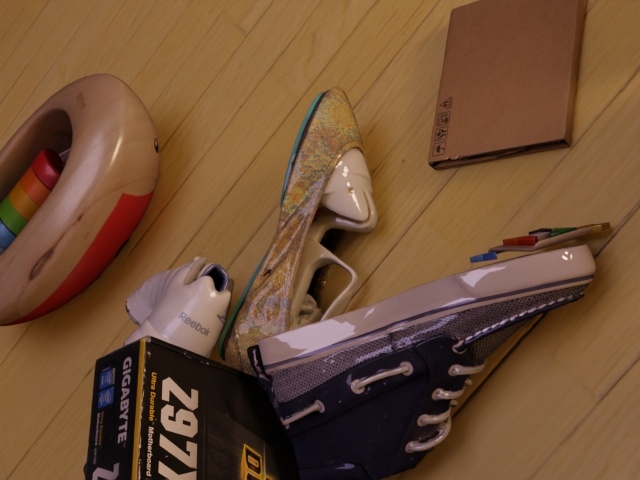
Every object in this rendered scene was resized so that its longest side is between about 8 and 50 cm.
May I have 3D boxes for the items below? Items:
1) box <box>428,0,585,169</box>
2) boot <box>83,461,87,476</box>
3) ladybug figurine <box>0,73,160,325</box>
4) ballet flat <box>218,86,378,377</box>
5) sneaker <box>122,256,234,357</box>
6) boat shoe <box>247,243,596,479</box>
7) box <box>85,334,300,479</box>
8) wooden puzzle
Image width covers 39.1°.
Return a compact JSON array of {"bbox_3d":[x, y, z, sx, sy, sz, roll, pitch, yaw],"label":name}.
[{"bbox_3d":[0.199,-0.180,0.963,0.164,0.021,0.201,-7,64,41],"label":"box"},{"bbox_3d":[-0.202,0.275,1.064,0.246,0.083,0.161,-34,41,22],"label":"boot"},{"bbox_3d":[-0.394,-0.041,1.350,0.449,0.162,0.305,-46,45,15],"label":"ladybug figurine"},{"bbox_3d":[0.000,0.000,1.003,0.123,0.123,0.348,11,76,46],"label":"ballet flat"},{"bbox_3d":[-0.152,0.078,1.057,0.129,0.111,0.297,-52,17,0],"label":"sneaker"},{"bbox_3d":[0.106,0.122,0.839,0.341,0.127,0.158,-21,83,24],"label":"boat shoe"},{"bbox_3d":[-0.096,0.277,0.825,0.079,0.257,0.322,-26,52,33],"label":"box"},{"bbox_3d":[0.197,-0.002,0.812,0.078,0.116,0.014,-12,93,58],"label":"wooden puzzle"}]
